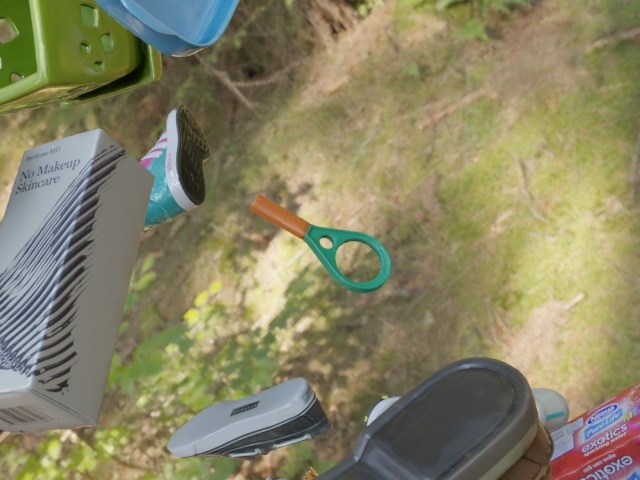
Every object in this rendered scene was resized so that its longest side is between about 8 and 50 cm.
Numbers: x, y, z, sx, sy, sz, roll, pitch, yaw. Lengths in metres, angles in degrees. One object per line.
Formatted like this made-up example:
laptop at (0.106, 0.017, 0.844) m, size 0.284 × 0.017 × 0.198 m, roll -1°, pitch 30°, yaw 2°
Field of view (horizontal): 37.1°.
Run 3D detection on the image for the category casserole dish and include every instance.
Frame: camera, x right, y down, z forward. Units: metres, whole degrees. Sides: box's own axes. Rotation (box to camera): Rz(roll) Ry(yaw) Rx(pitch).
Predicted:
casserole dish at (-0.118, -0.210, 0.745) m, size 0.037 × 0.114 × 0.188 m, roll -37°, pitch 26°, yaw 39°

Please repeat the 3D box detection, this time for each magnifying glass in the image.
magnifying glass at (0.000, 0.000, 1.423) m, size 0.092 × 0.231 × 0.026 m, roll -60°, pitch 1°, yaw -30°

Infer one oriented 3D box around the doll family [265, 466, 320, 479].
doll family at (-0.056, 0.509, 1.797) m, size 0.163 × 0.119 × 0.263 m, roll 0°, pitch 17°, yaw 26°

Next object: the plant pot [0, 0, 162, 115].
plant pot at (-0.326, -0.272, 1.158) m, size 0.227 × 0.228 × 0.207 m, roll -7°, pitch 1°, yaw 39°

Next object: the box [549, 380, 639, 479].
box at (0.422, 0.314, 1.355) m, size 0.256 × 0.123 × 0.128 m, roll -37°, pitch 11°, yaw 24°

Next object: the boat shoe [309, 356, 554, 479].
boat shoe at (0.016, 0.199, 0.563) m, size 0.307 × 0.105 × 0.110 m, roll -31°, pitch 31°, yaw -11°

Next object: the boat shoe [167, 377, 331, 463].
boat shoe at (-0.088, 0.229, 1.123) m, size 0.219 × 0.070 × 0.078 m, roll -23°, pitch 19°, yaw 32°

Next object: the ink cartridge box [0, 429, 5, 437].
ink cartridge box at (-0.576, 0.242, 1.392) m, size 0.307 × 0.223 × 0.129 m, roll -46°, pitch 0°, yaw -39°

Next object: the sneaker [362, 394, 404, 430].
sneaker at (0.271, 0.355, 1.699) m, size 0.147 × 0.384 × 0.145 m, roll -154°, pitch 66°, yaw -65°

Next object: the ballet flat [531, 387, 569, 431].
ballet flat at (0.249, 0.261, 1.417) m, size 0.248 × 0.086 × 0.086 m, roll -19°, pitch 32°, yaw 47°

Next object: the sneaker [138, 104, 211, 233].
sneaker at (-0.284, -0.111, 1.613) m, size 0.178 × 0.124 × 0.296 m, roll -26°, pitch 29°, yaw 12°

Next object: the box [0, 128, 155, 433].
box at (-0.249, 0.037, 0.907) m, size 0.113 × 0.094 × 0.275 m, roll -12°, pitch 55°, yaw 26°
